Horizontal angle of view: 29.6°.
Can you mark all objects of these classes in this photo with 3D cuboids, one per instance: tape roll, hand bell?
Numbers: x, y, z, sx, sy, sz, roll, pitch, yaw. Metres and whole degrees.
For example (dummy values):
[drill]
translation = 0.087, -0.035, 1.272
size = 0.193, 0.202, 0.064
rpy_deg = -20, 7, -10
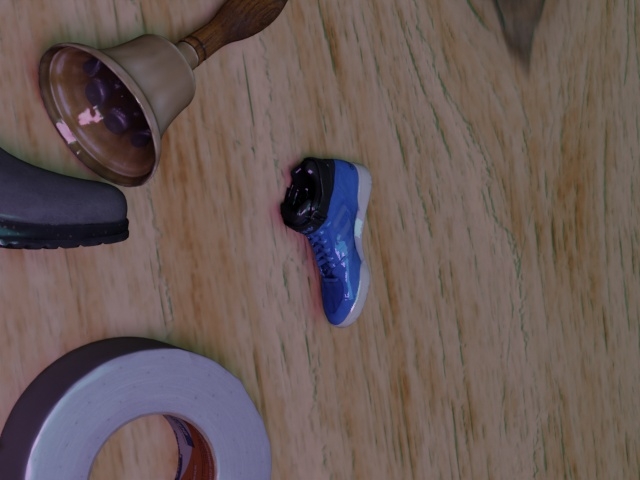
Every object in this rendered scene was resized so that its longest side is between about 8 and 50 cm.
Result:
[tape roll]
translation = -0.151, 0.192, 0.996
size = 0.219, 0.072, 0.219
rpy_deg = -3, 95, -31
[hand bell]
translation = -0.100, -0.158, 1.001
size = 0.242, 0.126, 0.126
rpy_deg = -41, 114, -36

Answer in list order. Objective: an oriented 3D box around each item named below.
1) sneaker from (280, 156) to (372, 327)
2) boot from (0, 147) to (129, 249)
[sneaker]
translation = -0.001, 0.000, 1.084
size = 0.084, 0.058, 0.152
rpy_deg = 9, 84, -38
[boot]
translation = -0.282, -0.114, 0.864
size = 0.338, 0.118, 0.223
rpy_deg = 9, 87, -31
